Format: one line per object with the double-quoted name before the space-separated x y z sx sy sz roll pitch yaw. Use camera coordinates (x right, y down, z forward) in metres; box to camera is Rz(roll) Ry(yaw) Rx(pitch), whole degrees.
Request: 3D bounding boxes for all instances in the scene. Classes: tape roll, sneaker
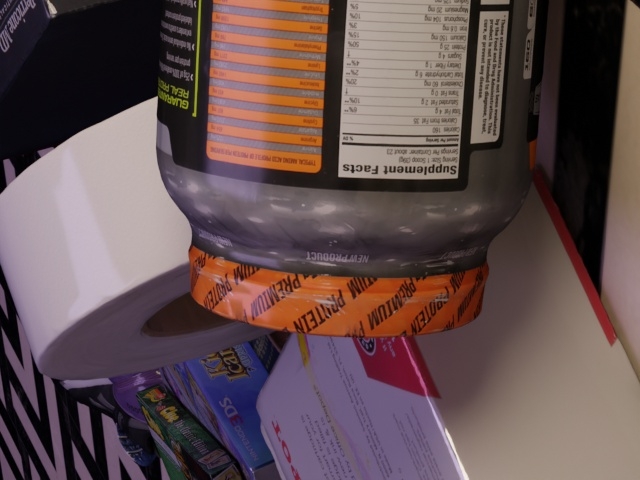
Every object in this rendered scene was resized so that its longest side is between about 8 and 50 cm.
"tape roll" -0.056 -0.012 1.236 0.286 0.286 0.100 124 126 -66
"sneaker" -0.206 0.196 2.228 0.058 0.052 0.135 85 168 -58
"sneaker" -0.191 0.174 2.074 0.124 0.107 0.283 67 161 0

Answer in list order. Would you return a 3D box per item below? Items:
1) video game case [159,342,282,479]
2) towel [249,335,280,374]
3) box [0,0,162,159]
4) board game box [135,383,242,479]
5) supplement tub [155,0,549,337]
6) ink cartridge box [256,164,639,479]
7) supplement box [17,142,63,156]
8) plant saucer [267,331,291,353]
"video game case" -0.071 0.173 1.743 0.269 0.061 0.244 55 164 42
"towel" -0.069 -0.010 1.667 0.243 0.040 0.336 99 148 -54
"box" -0.206 -0.256 1.417 0.343 0.179 0.312 -35 74 64
"board game box" -0.098 0.219 1.738 0.136 0.030 0.260 68 167 -18
"supplement tub" 0.017 -0.122 0.989 0.193 0.193 0.316 -150 61 -63
"ink cartridge box" 0.079 0.125 1.220 0.306 0.131 0.226 115 135 -64
"supplement box" -0.289 -0.182 1.893 0.191 0.194 0.129 109 140 -60
"plant saucer" 0.000 0.000 1.438 0.198 0.036 0.198 28 123 53
